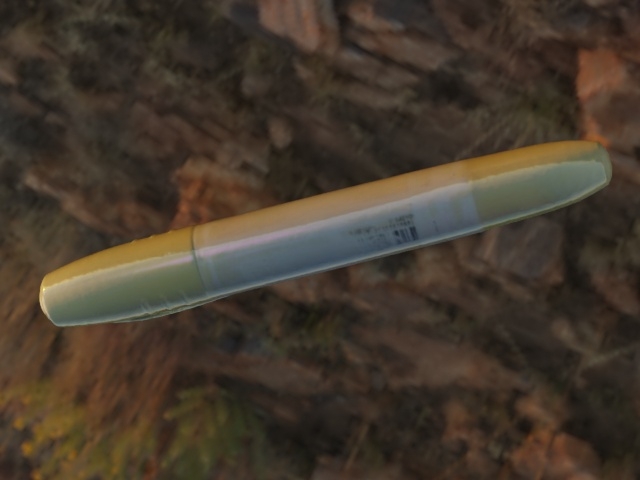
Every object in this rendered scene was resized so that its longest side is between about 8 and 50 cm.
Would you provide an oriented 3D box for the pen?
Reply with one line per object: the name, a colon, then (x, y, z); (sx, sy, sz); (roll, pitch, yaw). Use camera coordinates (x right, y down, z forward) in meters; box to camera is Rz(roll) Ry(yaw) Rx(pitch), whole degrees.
pen: (0.000, 0.000, 0.611); (0.233, 0.032, 0.040); (-13, 153, 9)
